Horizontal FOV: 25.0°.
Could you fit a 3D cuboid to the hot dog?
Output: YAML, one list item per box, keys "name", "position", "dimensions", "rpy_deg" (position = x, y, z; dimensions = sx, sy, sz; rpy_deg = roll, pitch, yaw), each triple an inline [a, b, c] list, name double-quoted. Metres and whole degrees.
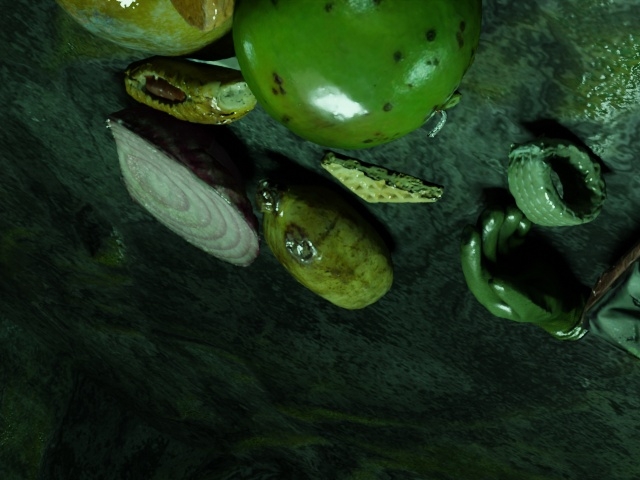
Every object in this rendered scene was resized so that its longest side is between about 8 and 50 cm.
- name: "hot dog"
  position: [-0.150, -0.171, 1.627]
  dimensions: [0.083, 0.068, 0.289]
  rpy_deg: [-4, -169, -25]

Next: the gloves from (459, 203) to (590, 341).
- name: "gloves"
  position: [0.246, 0.047, 1.777]
  dimensions: [0.107, 0.135, 0.268]
  rpy_deg: [-29, 135, 17]

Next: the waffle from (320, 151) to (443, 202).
- name: "waffle"
  position: [0.076, -0.080, 1.816]
  dimensions: [0.097, 0.023, 0.153]
  rpy_deg: [39, 160, -31]

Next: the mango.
- name: "mango"
  position: [-0.173, -0.267, 1.519]
  dimensions: [0.193, 0.146, 0.316]
  rpy_deg: [14, 176, 28]

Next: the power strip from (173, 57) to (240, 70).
- name: "power strip"
  position: [-0.158, -0.232, 1.740]
  dimensions: [0.191, 0.030, 0.047]
  rpy_deg: [24, 160, 10]

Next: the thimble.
- name: "thimble"
  position: [0.248, -0.064, 1.529]
  dimensions: [0.110, 0.084, 0.062]
  rpy_deg: [51, 152, -21]

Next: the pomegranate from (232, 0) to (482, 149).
- name: "pomegranate"
  position: [0.010, -0.225, 1.256]
  dimensions: [0.302, 0.236, 0.236]
  rpy_deg: [53, 155, -12]

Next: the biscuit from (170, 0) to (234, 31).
- name: "biscuit"
  position: [-0.151, -0.333, 1.241]
  dimensions: [0.324, 0.049, 0.205]
  rpy_deg: [65, 159, 2]

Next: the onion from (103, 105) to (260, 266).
- name: "onion"
  position: [-0.160, -0.086, 1.978]
  dimensions: [0.247, 0.111, 0.250]
  rpy_deg: [31, 156, 15]

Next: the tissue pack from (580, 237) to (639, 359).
- name: "tissue pack"
  position: [0.435, 0.075, 1.568]
  dimensions: [0.245, 0.123, 0.332]
  rpy_deg: [25, 161, 2]

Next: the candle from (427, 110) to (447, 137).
- name: "candle"
  position: [0.078, -0.139, 1.623]
  dimensions: [0.053, 0.048, 0.162]
  rpy_deg: [5, 178, -41]

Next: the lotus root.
- name: "lotus root"
  position: [0.000, 0.000, 1.969]
  dimensions: [0.260, 0.128, 0.145]
  rpy_deg: [45, 166, -36]
